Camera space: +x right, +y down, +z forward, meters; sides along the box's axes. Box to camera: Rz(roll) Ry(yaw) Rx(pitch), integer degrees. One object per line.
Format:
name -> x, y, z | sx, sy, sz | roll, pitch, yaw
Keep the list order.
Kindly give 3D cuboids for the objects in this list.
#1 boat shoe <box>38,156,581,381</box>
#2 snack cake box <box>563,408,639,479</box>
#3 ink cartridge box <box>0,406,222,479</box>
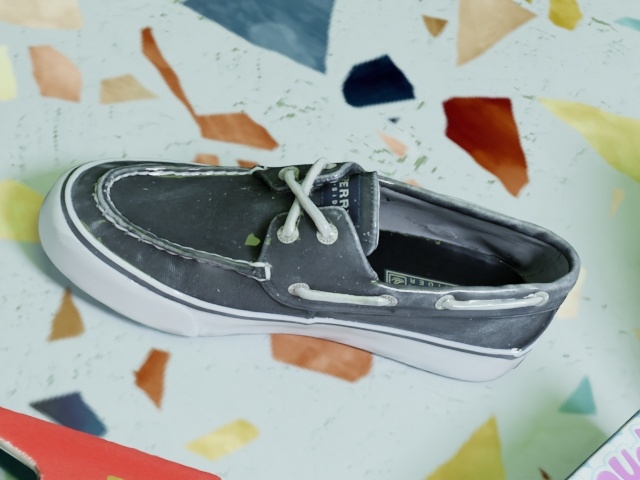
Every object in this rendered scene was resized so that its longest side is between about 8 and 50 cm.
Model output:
boat shoe -> 0.000, 0.000, 0.971 | 0.301, 0.102, 0.108 | 16, 49, -16
snack cake box -> 0.156, 0.194, 0.896 | 0.152, 0.089, 0.264 | 47, 54, 11
ink cartridge box -> -0.156, 0.141, 0.752 | 0.296, 0.066, 0.261 | 20, 37, -21
